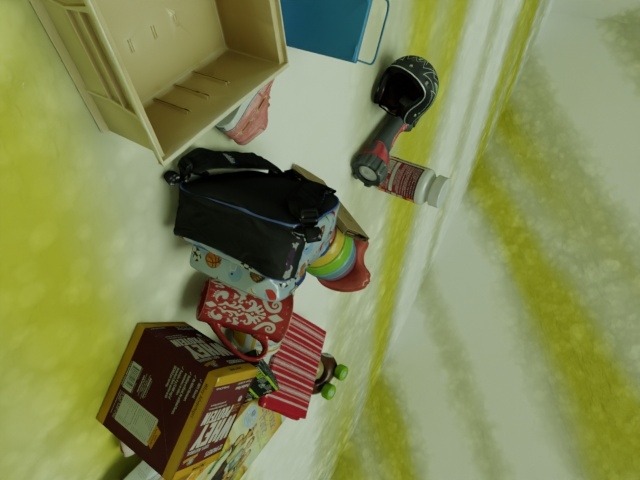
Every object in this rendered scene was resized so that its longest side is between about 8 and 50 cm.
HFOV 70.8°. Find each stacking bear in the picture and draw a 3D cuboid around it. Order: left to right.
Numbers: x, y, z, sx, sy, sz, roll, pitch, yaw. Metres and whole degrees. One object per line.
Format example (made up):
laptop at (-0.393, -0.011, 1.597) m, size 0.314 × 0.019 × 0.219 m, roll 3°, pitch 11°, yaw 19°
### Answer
stacking bear at (0.000, 0.000, 1.123) m, size 0.289 × 0.164 × 0.176 m, roll 49°, pitch 35°, yaw -52°

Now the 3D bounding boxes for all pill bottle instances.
pill bottle at (-0.138, 0.188, 1.057) m, size 0.117 × 0.117 × 0.215 m, roll -18°, pitch 128°, yaw -59°
pill bottle at (0.298, -0.189, 1.464) m, size 0.121 × 0.221 × 0.121 m, roll -45°, pitch 148°, yaw -37°

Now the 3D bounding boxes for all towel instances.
towel at (-0.076, 0.360, 1.294) m, size 0.199 × 0.031 × 0.275 m, roll 40°, pitch 57°, yaw -43°

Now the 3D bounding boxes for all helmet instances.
helmet at (0.239, -0.412, 1.216) m, size 0.169 × 0.169 × 0.162 m, roll -16°, pitch 142°, yaw -59°

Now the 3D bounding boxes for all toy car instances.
toy car at (-0.020, 0.404, 1.477) m, size 0.149 × 0.155 × 0.188 m, roll -51°, pitch 139°, yaw -30°

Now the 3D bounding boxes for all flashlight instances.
flashlight at (0.207, -0.293, 1.338) m, size 0.304 × 0.103 × 0.103 m, roll -54°, pitch 179°, yaw -27°

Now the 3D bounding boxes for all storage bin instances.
storage bin at (-0.177, -0.282, 0.539) m, size 0.262 × 0.123 × 0.260 m, roll -50°, pitch 152°, yaw -30°

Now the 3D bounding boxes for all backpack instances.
backpack at (-0.092, -0.032, 0.799) m, size 0.263 × 0.276 × 0.213 m, roll -38°, pitch 149°, yaw -57°

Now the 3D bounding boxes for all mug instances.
mug at (-0.151, 0.143, 0.885) m, size 0.113 × 0.169 × 0.150 m, roll -56°, pitch -154°, yaw 34°

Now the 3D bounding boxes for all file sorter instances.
file sorter at (0.020, -0.385, 0.789) m, size 0.104 × 0.170 × 0.118 m, roll -25°, pitch 134°, yaw -59°

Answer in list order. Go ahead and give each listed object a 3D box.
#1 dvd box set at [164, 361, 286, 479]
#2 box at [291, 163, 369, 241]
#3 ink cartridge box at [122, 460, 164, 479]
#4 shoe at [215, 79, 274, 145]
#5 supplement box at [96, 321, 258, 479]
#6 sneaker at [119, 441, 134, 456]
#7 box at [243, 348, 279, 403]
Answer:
dvd box set at (-0.251, 0.578, 1.254) m, size 0.420 × 0.062 × 0.308 m, roll -45°, pitch 148°, yaw -38°
box at (0.028, -0.083, 1.056) m, size 0.021 × 0.201 × 0.164 m, roll -43°, pitch 160°, yaw 13°
ink cartridge box at (-0.357, 0.490, 0.919) m, size 0.179 × 0.045 × 0.145 m, roll -47°, pitch 165°, yaw -21°
shoe at (-0.113, -0.252, 0.777) m, size 0.178 × 0.063 × 0.081 m, roll -58°, pitch 157°, yaw -3°
supplement box at (-0.254, 0.275, 0.808) m, size 0.191 × 0.194 × 0.129 m, roll -66°, pitch 156°, yaw 1°
sneaker at (-0.358, 0.393, 0.896) m, size 0.070 × 0.051 × 0.134 m, roll -21°, pitch 161°, yaw -14°
box at (-0.203, 0.330, 1.026) m, size 0.184 × 0.045 × 0.191 m, roll -23°, pitch 145°, yaw -5°
